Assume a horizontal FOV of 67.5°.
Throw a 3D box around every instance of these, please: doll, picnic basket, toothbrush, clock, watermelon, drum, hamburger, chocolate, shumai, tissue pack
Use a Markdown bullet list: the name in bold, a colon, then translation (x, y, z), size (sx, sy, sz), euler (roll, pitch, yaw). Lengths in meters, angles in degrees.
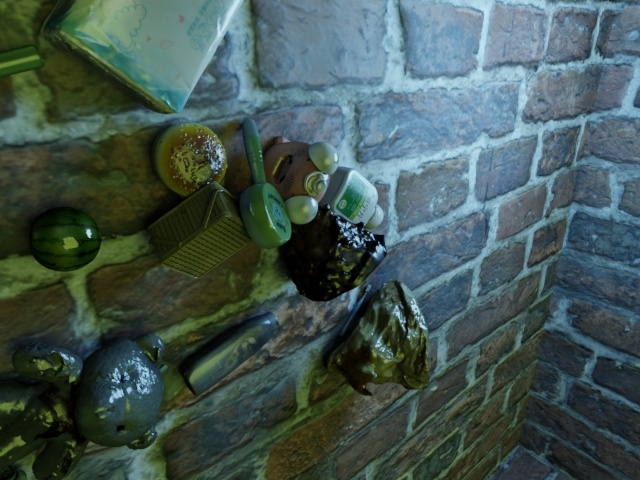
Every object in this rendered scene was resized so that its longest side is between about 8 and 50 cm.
- **doll**: translation (-0.412, 0.281, 0.770), size (0.340, 0.158, 0.246), euler (-3, 97, -40)
- **picnic basket**: translation (-0.204, -0.014, 0.837), size (0.164, 0.080, 0.115), euler (-34, 154, 8)
- **toothbrush**: translation (0.097, 0.194, 1.330), size (0.162, 0.014, 0.017), euler (-60, 151, -5)
- **clock**: translation (-0.050, -0.124, 0.939), size (0.092, 0.162, 0.166), euler (25, 89, -44)
- **watermelon**: translation (-0.380, -0.002, 0.723), size (0.108, 0.109, 0.109), euler (-20, 121, -37)
- **drum**: translation (-0.117, -0.108, 0.848), size (0.130, 0.049, 0.254), euler (3, 69, -73)
- **hamburger**: translation (-0.220, -0.134, 0.825), size (0.126, 0.081, 0.141), euler (-39, 131, -24)
- **chocolate**: translation (0.000, 0.000, 1.026), size (0.224, 0.206, 0.177), euler (-29, 113, 17)
- **shumai**: translation (0.141, 0.273, 1.311), size (0.262, 0.267, 0.315), euler (-6, 90, -14)
- **tissue pack**: translation (-0.235, -0.345, 0.692), size (0.201, 0.124, 0.271), euler (33, 83, -50)

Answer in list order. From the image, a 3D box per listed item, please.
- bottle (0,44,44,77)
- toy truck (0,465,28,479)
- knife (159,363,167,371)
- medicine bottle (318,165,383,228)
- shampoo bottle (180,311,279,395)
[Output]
- **bottle**: translation (-0.414, -0.234, 0.631), size (0.083, 0.030, 0.031), euler (-31, 127, -30)
- **toy truck**: translation (-0.577, 0.427, 0.671), size (0.305, 0.162, 0.137), euler (19, 94, -47)
- **knife**: translation (-0.342, 0.277, 0.946), size (0.091, 0.005, 0.014), euler (-40, 133, -24)
- **medicine bottle**: translation (0.079, -0.091, 1.146), size (0.183, 0.069, 0.119), euler (33, 79, -48)
- **shampoo bottle**: translation (-0.190, 0.238, 1.043), size (0.233, 0.049, 0.087), euler (-34, 131, -29)
